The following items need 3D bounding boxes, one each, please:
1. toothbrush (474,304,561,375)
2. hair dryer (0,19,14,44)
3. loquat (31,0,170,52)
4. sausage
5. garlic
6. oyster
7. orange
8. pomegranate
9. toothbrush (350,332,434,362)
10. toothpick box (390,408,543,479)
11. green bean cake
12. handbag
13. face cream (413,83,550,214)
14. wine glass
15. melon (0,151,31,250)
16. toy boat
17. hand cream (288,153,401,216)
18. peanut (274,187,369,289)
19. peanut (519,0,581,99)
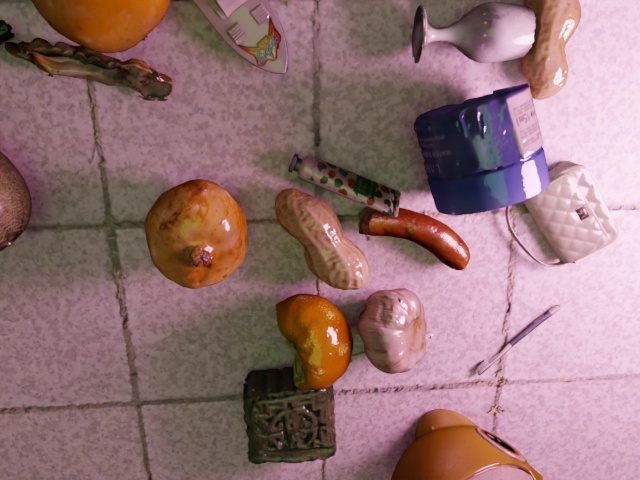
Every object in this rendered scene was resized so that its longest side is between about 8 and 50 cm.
[{"bbox_3d":[0.535,0.269,1.346,0.288,0.024,0.026,-43,91,10],"label":"toothbrush"},{"bbox_3d":[-0.747,-0.380,0.998,0.251,0.197,0.089,-37,103,-15],"label":"hair dryer"},{"bbox_3d":[-0.412,-0.489,0.923,0.264,0.263,0.262,-1,107,-4],"label":"loquat"},{"bbox_3d":[0.238,-0.016,1.209,0.303,0.076,0.102,20,113,-8],"label":"sausage"},{"bbox_3d":[0.149,0.221,1.245,0.212,0.219,0.218,-3,112,37],"label":"garlic"},{"bbox_3d":[-0.475,-0.368,1.028,0.346,0.129,0.078,13,88,-3],"label":"oyster"},{"bbox_3d":[-0.009,0.239,1.197,0.159,0.179,0.237,-20,82,27],"label":"orange"},{"bbox_3d":[-0.273,-0.013,1.095,0.249,0.248,0.247,-1,107,-4],"label":"pomegranate"},{"bbox_3d":[0.178,0.290,1.329,0.263,0.026,0.022,-17,108,-2],"label":"toothbrush"},{"bbox_3d":[0.375,0.692,1.258,0.410,0.425,0.408,5,118,9],"label":"toothpick box"},{"bbox_3d":[-0.080,0.471,1.315,0.241,0.132,0.254,-4,107,-7],"label":"green bean cake"},{"bbox_3d":[0.587,-0.049,1.224,0.219,0.079,0.256,-34,105,11],"label":"handbag"},{"bbox_3d":[0.345,-0.199,1.072,0.249,0.249,0.224,-17,102,2],"label":"face cream"},{"bbox_3d":[0.322,-0.442,1.058,0.242,0.126,0.126,0,107,-2],"label":"wine glass"},{"bbox_3d":[-0.765,-0.110,1.025,0.249,0.248,0.329,-38,97,8],"label":"melon"},{"bbox_3d":[-0.164,-0.474,1.032,0.129,0.088,0.295,-36,106,8],"label":"toy boat"},{"bbox_3d":[0.060,-0.133,1.162,0.276,0.095,0.059,20,139,-7],"label":"hand cream"},{"bbox_3d":[0.000,0.000,1.177,0.136,0.120,0.298,-30,104,26],"label":"peanut"},{"bbox_3d":[0.497,-0.443,1.080,0.118,0.101,0.262,8,109,21],"label":"peanut"}]
